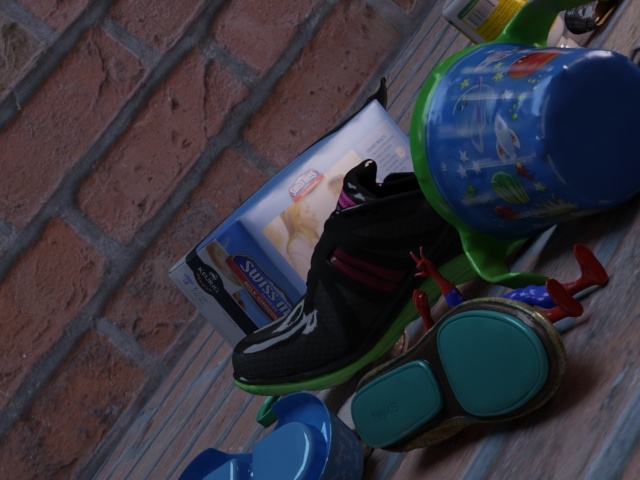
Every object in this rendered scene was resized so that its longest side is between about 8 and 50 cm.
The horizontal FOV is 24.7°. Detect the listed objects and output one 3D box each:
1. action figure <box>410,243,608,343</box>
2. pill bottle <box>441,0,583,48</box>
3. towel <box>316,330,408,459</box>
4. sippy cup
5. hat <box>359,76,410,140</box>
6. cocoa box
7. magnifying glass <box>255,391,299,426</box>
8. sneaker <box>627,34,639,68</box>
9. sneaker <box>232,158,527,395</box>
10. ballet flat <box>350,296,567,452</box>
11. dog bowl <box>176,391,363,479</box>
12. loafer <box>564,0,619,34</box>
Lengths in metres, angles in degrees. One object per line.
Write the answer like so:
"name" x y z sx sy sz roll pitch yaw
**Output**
"action figure" 0.160 0.056 1.532 0.091 0.139 0.280 -43 2 -36
"pill bottle" 0.299 -0.327 2.245 0.117 0.208 0.117 -51 8 10
"towel" 0.020 0.234 1.865 0.187 0.049 0.282 -46 9 30
"sippy cup" 0.250 -0.114 1.595 0.240 0.305 0.224 -24 10 -22
"hat" 0.107 -0.138 2.758 0.331 0.134 0.331 -157 90 -83
"cocoa box" 0.000 0.000 2.145 0.347 0.231 0.228 -43 6 -37
"magnifying glass" -0.029 0.213 2.320 0.231 0.026 0.092 -46 9 28
"sneaker" 0.436 -0.256 1.584 0.169 0.108 0.292 -57 0 -26
"sneaker" 0.066 0.013 1.836 0.483 0.202 0.185 -40 12 8
"ballet flat" 0.153 0.126 1.436 0.123 0.123 0.348 -56 11 -33
"dog bowl" -0.067 0.300 1.720 0.297 0.074 0.166 -37 38 30
"loafer" 0.449 -0.387 2.265 0.170 0.062 0.061 -56 31 -13
